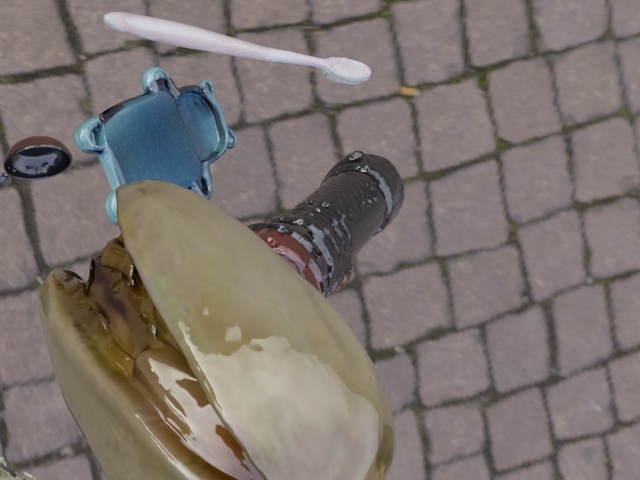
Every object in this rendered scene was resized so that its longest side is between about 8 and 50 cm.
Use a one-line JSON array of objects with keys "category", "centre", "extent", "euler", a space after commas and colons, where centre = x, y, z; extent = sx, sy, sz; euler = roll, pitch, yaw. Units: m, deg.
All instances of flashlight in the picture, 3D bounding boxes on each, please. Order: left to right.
[{"category": "flashlight", "centre": [0.000, 0.000, 1.052], "extent": [0.093, 0.232, 0.093], "euler": [9, 114, 22]}]

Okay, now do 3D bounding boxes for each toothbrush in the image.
[{"category": "toothbrush", "centre": [-0.087, -0.207, 1.491], "extent": [0.307, 0.029, 0.025], "euler": [10, 73, -21]}]

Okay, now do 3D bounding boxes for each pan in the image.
[{"category": "pan", "centre": [-0.304, -0.076, 1.379], "extent": [0.115, 0.023, 0.068], "euler": [-24, 155, 17]}]

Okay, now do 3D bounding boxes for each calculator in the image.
[{"category": "calculator", "centre": [-0.102, -0.063, 0.888], "extent": [0.141, 0.019, 0.094], "euler": [-36, 108, -51]}]

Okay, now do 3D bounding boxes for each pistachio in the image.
[{"category": "pistachio", "centre": [-0.047, 0.064, 0.629], "extent": [0.129, 0.206, 0.131], "euler": [-43, 152, 6]}]

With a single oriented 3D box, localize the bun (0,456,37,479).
[{"category": "bun", "centre": [-0.400, 0.305, 1.539], "extent": [0.259, 0.259, 0.152], "euler": [25, 75, -22]}]
